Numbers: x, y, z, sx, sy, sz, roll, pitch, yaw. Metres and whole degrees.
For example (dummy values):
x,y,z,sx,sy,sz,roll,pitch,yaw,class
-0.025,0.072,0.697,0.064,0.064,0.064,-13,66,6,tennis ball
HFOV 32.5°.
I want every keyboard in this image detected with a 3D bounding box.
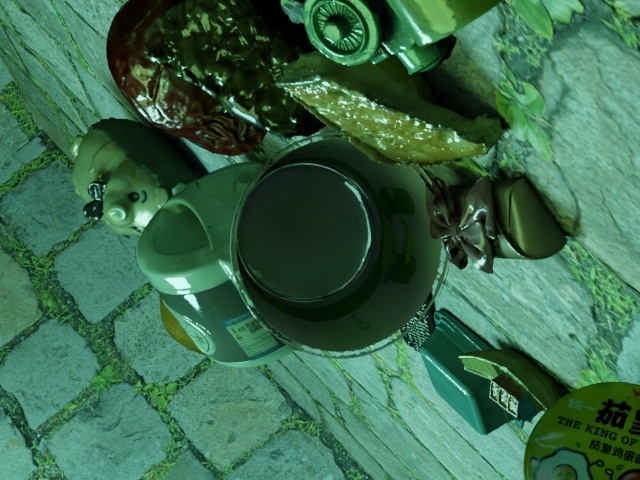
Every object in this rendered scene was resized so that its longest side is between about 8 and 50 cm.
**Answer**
x,y,z,sx,sy,sz,roll,pitch,yaw,class
0.139,0.112,1.632,0.087,0.017,0.250,32,160,27,keyboard

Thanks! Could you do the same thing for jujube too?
x,y,z,sx,sy,sz,roll,pitch,yaw,class
-0.163,-0.214,1.440,0.190,0.190,0.255,37,179,43,jujube

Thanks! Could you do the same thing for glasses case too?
x,y,z,sx,sy,sz,roll,pitch,yaw,class
0.155,-0.020,1.113,0.102,0.070,0.193,54,166,-11,glasses case

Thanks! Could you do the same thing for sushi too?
x,y,z,sx,sy,sz,roll,pitch,yaw,class
-0.069,-0.203,1.165,0.212,0.147,0.115,41,-160,21,sushi

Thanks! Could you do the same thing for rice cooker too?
x,y,z,sx,sy,sz,roll,pitch,yaw,class
-0.130,0.035,1.754,0.288,0.288,0.277,32,158,53,rice cooker

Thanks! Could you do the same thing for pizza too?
x,y,z,sx,sy,sz,roll,pitch,yaw,class
0.079,-0.137,1.050,0.188,0.080,0.204,31,167,-30,pizza

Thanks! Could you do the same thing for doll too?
x,y,z,sx,sy,sz,roll,pitch,yaw,class
-0.378,-0.109,2.253,0.349,0.247,0.247,30,158,36,doll

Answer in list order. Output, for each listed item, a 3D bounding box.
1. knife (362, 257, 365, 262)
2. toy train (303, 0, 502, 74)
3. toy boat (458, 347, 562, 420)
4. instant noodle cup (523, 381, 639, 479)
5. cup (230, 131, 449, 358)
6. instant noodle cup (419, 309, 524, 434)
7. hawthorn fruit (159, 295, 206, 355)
x,y,z,sx,sy,sz,roll,pitch,yaw,class
0.096,0.057,1.656,0.096,0.010,0.027,44,165,15,knife
0.027,-0.268,0.803,0.189,0.126,0.307,-24,109,43,toy train
0.245,0.184,1.397,0.172,0.066,0.065,35,163,47,toy boat
0.319,0.259,1.157,0.182,0.182,0.144,40,172,36,instant noodle cup
0.000,0.000,1.337,0.253,0.253,0.274,52,173,-9,cup
0.208,0.196,1.552,0.157,0.070,0.179,42,166,37,instant noodle cup
-0.171,0.098,2.128,0.267,0.268,0.301,51,162,-8,hawthorn fruit
